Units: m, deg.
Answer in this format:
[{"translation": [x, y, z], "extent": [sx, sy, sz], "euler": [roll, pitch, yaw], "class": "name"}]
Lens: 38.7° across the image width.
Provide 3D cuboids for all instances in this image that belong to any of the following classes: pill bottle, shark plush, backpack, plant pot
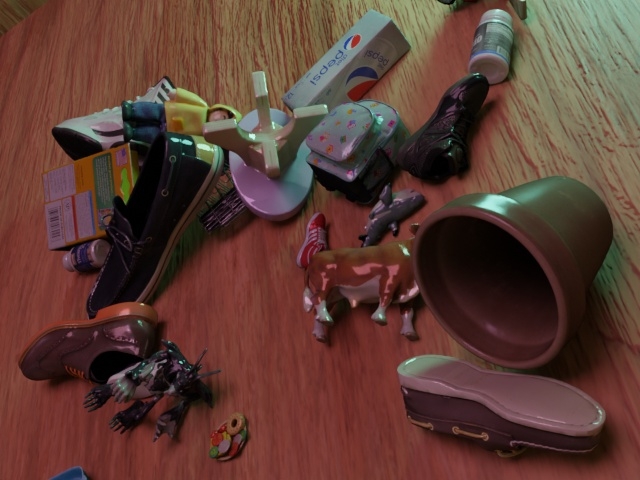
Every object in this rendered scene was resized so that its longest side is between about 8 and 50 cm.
[{"translation": [0.333, -0.377, 1.767], "extent": [0.078, 0.078, 0.137], "euler": [-11, 49, 35], "class": "pill bottle"}, {"translation": [-0.566, 0.041, 2.209], "extent": [0.120, 0.067, 0.067], "euler": [-15, 47, 32], "class": "pill bottle"}, {"translation": [0.119, -0.035, 1.680], "extent": [0.067, 0.073, 0.161], "euler": [37, 77, 21], "class": "shark plush"}, {"translation": [0.077, -0.190, 1.780], "extent": [0.188, 0.144, 0.165], "euler": [-45, 42, -16], "class": "backpack"}, {"translation": [0.302, 0.021, 1.324], "extent": [0.229, 0.263, 0.263], "euler": [-33, 29, -35], "class": "plant pot"}]

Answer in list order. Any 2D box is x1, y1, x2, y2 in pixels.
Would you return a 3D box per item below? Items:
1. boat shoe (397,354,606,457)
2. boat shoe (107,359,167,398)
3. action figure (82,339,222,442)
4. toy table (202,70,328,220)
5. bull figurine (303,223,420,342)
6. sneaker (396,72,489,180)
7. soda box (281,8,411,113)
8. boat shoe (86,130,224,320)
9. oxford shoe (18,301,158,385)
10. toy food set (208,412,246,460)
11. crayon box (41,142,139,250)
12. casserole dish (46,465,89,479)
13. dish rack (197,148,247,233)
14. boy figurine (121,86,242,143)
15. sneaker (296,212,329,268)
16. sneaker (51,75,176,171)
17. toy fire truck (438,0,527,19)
[{"translation": [0.248, 0.244, 1.282], "extent": [0.324, 0.097, 0.116], "euler": [9, 22, 42], "class": "boat shoe"}, {"translation": [-0.345, 0.266, 1.821], "extent": [0.184, 0.066, 0.063], "euler": [-20, 31, 31], "class": "boat shoe"}, {"translation": [-0.311, 0.290, 1.696], "extent": [0.275, 0.164, 0.141], "euler": [-27, 19, 35], "class": "action figure"}, {"translation": [-0.105, -0.198, 1.872], "extent": [0.252, 0.161, 0.274], "euler": [-19, 60, -8], "class": "toy table"}, {"translation": [0.100, 0.071, 1.561], "extent": [0.310, 0.101, 0.189], "euler": [-9, 53, 36], "class": "bull figurine"}, {"translation": [0.252, -0.200, 1.681], "extent": [0.227, 0.087, 0.130], "euler": [-49, 40, 1], "class": "sneaker"}, {"translation": [0.056, -0.366, 1.994], "extent": [0.286, 0.091, 0.098], "euler": [-45, 39, 0], "class": "soda box"}, {"translation": [-0.396, -0.025, 1.989], "extent": [0.500, 0.156, 0.187], "euler": [-57, 40, 14], "class": "boat shoe"}, {"translation": [-0.507, 0.245, 1.934], "extent": [0.363, 0.130, 0.133], "euler": [-23, 50, 25], "class": "oxford shoe"}, {"translation": [-0.164, 0.350, 1.614], "extent": [0.083, 0.020, 0.083], "euler": [-29, 41, 19], "class": "toy food set"}, {"translation": [-0.539, -0.100, 2.227], "extent": [0.322, 0.083, 0.203], "euler": [-12, 81, 35], "class": "crayon box"}, {"translation": [-0.512, 0.514, 1.768], "extent": [0.188, 0.037, 0.114], "euler": [-29, 41, 18], "class": "casserole dish"}, {"translation": [-0.208, -0.128, 2.040], "extent": [0.208, 0.074, 0.271], "euler": [-43, 40, 5], "class": "dish rack"}, {"translation": [-0.329, -0.275, 2.179], "extent": [0.092, 0.285, 0.177], "euler": [-145, 56, -79], "class": "boy figurine"}, {"translation": [0.000, 0.000, 1.760], "extent": [0.067, 0.042, 0.119], "euler": [-1, 63, 46], "class": "sneaker"}, {"translation": [-0.496, -0.304, 2.411], "extent": [0.447, 0.169, 0.258], "euler": [11, 55, 37], "class": "sneaker"}, {"translation": [0.327, -0.558, 1.843], "extent": [0.246, 0.217, 0.159], "euler": [20, 69, 33], "class": "toy fire truck"}]
